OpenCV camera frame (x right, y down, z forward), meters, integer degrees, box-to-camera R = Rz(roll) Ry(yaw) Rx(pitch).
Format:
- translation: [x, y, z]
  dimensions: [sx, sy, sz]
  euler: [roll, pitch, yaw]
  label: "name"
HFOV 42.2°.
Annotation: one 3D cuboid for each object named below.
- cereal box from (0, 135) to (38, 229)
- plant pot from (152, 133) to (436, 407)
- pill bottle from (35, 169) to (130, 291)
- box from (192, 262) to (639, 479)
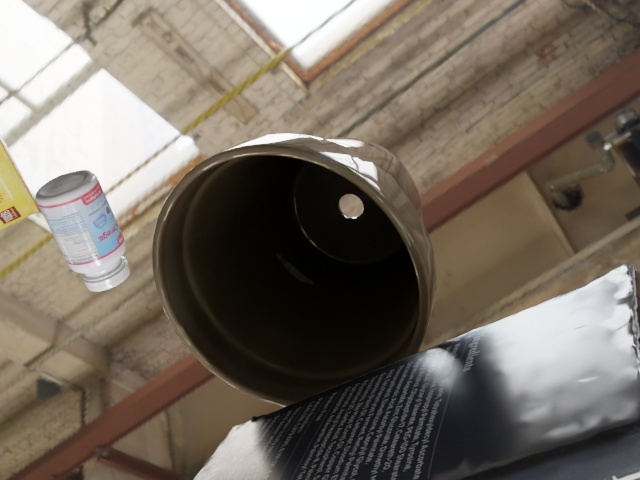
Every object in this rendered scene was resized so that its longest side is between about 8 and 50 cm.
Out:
- translation: [-0.300, -0.135, 0.621]
  dimensions: [0.047, 0.240, 0.173]
  euler: [-30, 173, -15]
  label: "cereal box"
- translation: [0.000, 0.000, 1.024]
  dimensions: [0.323, 0.323, 0.280]
  euler: [-27, -168, 26]
  label: "plant pot"
- translation: [-0.327, -0.012, 1.163]
  dimensions: [0.087, 0.160, 0.087]
  euler: [-14, -151, 8]
  label: "pill bottle"
- translation: [0.172, 0.355, 0.756]
  dimensions: [0.472, 0.479, 0.297]
  euler: [-27, -171, 23]
  label: "box"
